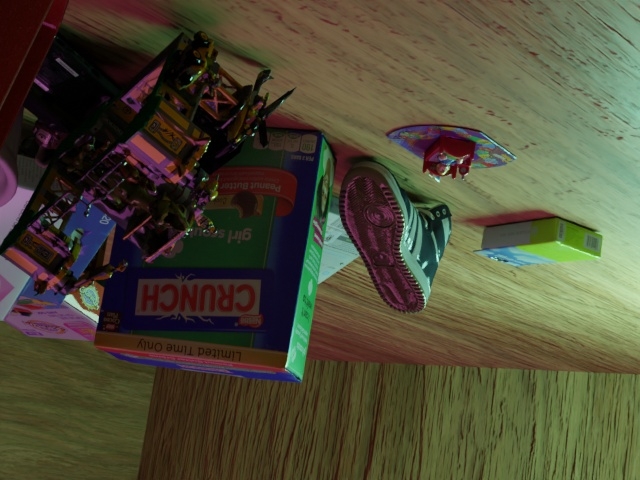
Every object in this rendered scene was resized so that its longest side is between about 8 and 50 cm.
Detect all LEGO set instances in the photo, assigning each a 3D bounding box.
[{"bbox_3d":[-0.171,-0.052,1.302,0.192,0.255,0.331,40,116,-22],"label":"LEGO set"}]

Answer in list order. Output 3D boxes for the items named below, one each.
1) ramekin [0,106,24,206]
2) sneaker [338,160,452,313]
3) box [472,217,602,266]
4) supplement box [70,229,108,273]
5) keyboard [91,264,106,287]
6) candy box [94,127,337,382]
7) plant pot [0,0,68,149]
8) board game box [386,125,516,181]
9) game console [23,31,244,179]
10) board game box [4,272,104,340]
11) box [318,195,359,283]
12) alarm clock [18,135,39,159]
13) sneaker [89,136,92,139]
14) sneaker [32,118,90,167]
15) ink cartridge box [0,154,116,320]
[{"bbox_3d":[-0.487,-0.148,1.424,0.277,0.135,0.277,5,156,2],"label":"ramekin"},{"bbox_3d":[0.114,-0.040,1.746,0.099,0.153,0.282,5,137,28],"label":"sneaker"},{"bbox_3d":[0.339,0.005,1.878,0.109,0.042,0.178,18,165,-34],"label":"box"},{"bbox_3d":[-0.505,-0.025,2.102,0.194,0.129,0.191,1,165,30],"label":"supplement box"},{"bbox_3d":[-0.266,0.052,2.177,0.317,0.033,0.201,-13,157,-20],"label":"keyboard"},{"bbox_3d":[-0.135,0.013,1.586,0.268,0.317,0.122,5,167,14],"label":"candy box"},{"bbox_3d":[-0.384,-0.180,1.087,0.235,0.267,0.267,26,164,-13],"label":"plant pot"},{"bbox_3d":[0.166,-0.103,1.526,0.133,0.033,0.168,0,165,35],"label":"board game box"},{"bbox_3d":[-0.257,-0.158,1.396,0.213,0.044,0.361,-27,141,18],"label":"game console"},{"bbox_3d":[-0.503,0.081,2.048,0.242,0.064,0.316,1,153,30],"label":"board game box"},{"bbox_3d":[0.000,0.000,1.933,0.145,0.038,0.186,17,140,-36],"label":"box"},{"bbox_3d":[-0.386,-0.101,1.788,0.129,0.064,0.192,16,159,4],"label":"alarm clock"},{"bbox_3d":[-0.265,-0.151,1.533,0.162,0.063,0.073,-4,159,44],"label":"sneaker"},{"bbox_3d":[-0.316,-0.145,1.472,0.066,0.071,0.188,37,154,5],"label":"sneaker"},{"bbox_3d":[-0.480,-0.003,1.749,0.330,0.071,0.324,17,137,-25],"label":"ink cartridge box"}]
